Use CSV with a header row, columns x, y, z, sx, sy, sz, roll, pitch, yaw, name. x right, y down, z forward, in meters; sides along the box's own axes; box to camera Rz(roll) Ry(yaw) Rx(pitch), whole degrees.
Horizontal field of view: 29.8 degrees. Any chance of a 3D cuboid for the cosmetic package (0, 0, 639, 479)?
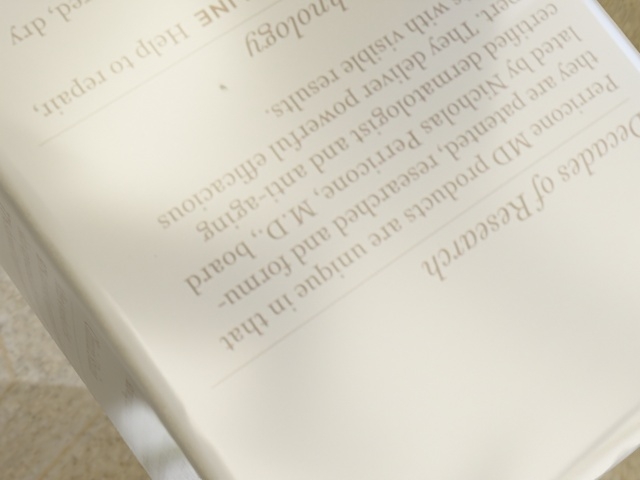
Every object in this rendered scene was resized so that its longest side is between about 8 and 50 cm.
x,y,z,sx,sy,sz,roll,pitch,yaw,name
0.000,0.000,0.749,0.394,0.327,0.329,53,-17,8,cosmetic package
